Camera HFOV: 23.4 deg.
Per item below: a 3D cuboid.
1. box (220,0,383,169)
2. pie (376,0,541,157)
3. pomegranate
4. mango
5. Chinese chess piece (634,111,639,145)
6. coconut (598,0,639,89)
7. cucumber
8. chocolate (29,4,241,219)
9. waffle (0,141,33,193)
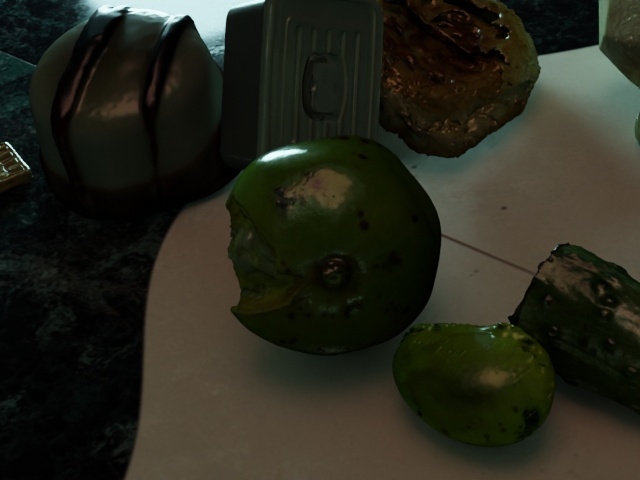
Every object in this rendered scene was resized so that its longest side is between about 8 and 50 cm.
[{"bbox_3d":[-0.029,-0.180,1.809,0.163,0.243,0.135,0,5,-33],"label":"box"},{"bbox_3d":[0.146,-0.233,1.923,0.308,0.085,0.308,7,44,-7],"label":"pie"},{"bbox_3d":[0.000,0.000,1.628,0.236,0.236,0.302,-19,12,-11],"label":"pomegranate"},{"bbox_3d":[0.147,0.137,1.498,0.178,0.100,0.119,18,54,39],"label":"mango"},{"bbox_3d":[0.415,-0.133,1.829,0.084,0.034,0.084,-6,40,5],"label":"Chinese chess piece"},{"bbox_3d":[0.441,-0.299,1.868,0.241,0.241,0.241,-6,38,5],"label":"coconut"},{"bbox_3d":[0.313,0.105,1.491,0.244,0.134,0.134,27,51,32],"label":"cucumber"},{"bbox_3d":[-0.229,-0.175,1.888,0.283,0.186,0.283,-6,41,5],"label":"chocolate"},{"bbox_3d":[-0.440,-0.077,1.954,0.135,0.021,0.092,-24,42,-19],"label":"waffle"}]
